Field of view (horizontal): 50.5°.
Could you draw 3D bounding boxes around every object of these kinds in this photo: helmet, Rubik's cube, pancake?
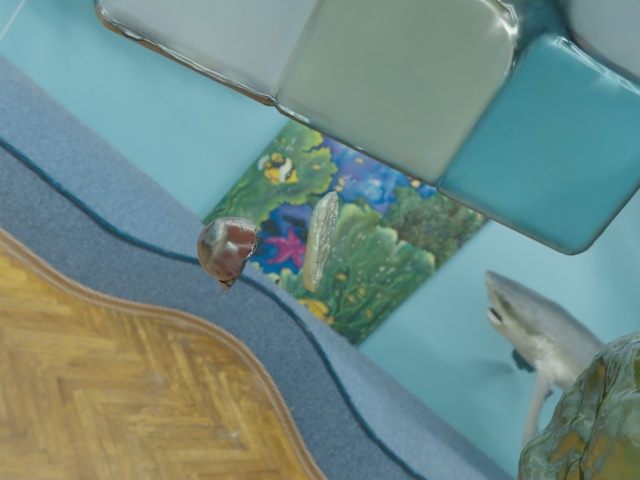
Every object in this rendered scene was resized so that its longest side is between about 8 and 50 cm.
[{"bbox_3d":[-0.106,0.010,0.711,0.049,0.084,0.065,18,24,-33],"label":"helmet"},{"bbox_3d":[0.098,-0.260,0.469,0.347,0.346,0.344,26,27,-15],"label":"Rubik's cube"},{"bbox_3d":[0.001,0.001,0.966,0.025,0.151,0.151,10,18,9],"label":"pancake"}]

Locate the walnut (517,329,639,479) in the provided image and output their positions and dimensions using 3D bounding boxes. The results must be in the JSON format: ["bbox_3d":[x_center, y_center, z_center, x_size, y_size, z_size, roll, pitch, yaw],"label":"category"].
[{"bbox_3d":[0.263,0.194,0.426,0.253,0.282,0.277,28,26,4],"label":"walnut"}]
